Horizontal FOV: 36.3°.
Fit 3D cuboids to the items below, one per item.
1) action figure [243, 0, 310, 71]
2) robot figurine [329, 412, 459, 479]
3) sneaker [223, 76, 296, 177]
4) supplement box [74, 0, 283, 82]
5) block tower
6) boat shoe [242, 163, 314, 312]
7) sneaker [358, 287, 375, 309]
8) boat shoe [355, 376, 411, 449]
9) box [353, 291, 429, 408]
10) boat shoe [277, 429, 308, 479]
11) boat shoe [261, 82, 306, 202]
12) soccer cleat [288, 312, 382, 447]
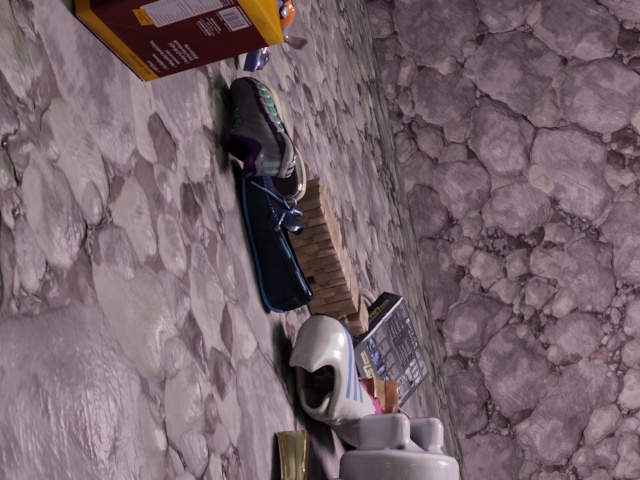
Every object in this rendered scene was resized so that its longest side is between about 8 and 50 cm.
[{"bbox_3d":[-0.121,-0.470,1.828,0.330,0.178,0.341,28,76,-65],"label":"action figure"},{"bbox_3d":[0.125,0.466,1.605,0.200,0.300,0.353,-22,-118,59],"label":"robot figurine"},{"bbox_3d":[-0.122,-0.188,1.582,0.223,0.098,0.083,59,-34,37],"label":"sneaker"},{"bbox_3d":[-0.172,-0.311,1.187,0.191,0.194,0.129,45,34,-68],"label":"supplement box"},{"bbox_3d":[0.003,0.040,1.846,0.091,0.097,0.335,-84,156,-59],"label":"block tower"},{"bbox_3d":[-0.064,-0.013,1.603,0.109,0.089,0.258,-7,83,-78],"label":"boat shoe"},{"bbox_3d":[0.115,0.220,2.191,0.095,0.090,0.235,67,13,-85],"label":"sneaker"},{"bbox_3d":[0.125,0.386,1.919,0.324,0.116,0.123,76,8,-46],"label":"boat shoe"},{"bbox_3d":[0.132,0.253,2.055,0.183,0.059,0.232,-46,129,-31],"label":"box"},{"bbox_3d":[-0.046,0.348,1.427,0.056,0.048,0.153,81,11,-53],"label":"boat shoe"},{"bbox_3d":[-0.090,-0.173,1.707,0.073,0.080,0.223,7,64,-71],"label":"boat shoe"},{"bbox_3d":[0.017,0.272,1.677,0.143,0.116,0.331,-59,142,-40],"label":"soccer cleat"}]
